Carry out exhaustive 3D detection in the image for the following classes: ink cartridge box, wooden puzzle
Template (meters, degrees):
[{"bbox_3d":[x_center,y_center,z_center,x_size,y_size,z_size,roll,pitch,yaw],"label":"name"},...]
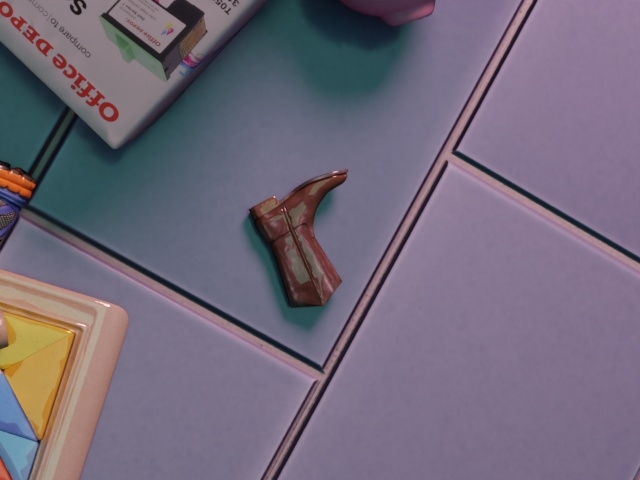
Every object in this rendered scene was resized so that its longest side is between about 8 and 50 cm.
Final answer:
[{"bbox_3d":[-0.149,-0.247,1.246,0.201,0.117,0.278,44,116,-5],"label":"ink cartridge box"},{"bbox_3d":[-0.318,0.133,1.311,0.239,0.044,0.221,18,86,-9],"label":"wooden puzzle"}]

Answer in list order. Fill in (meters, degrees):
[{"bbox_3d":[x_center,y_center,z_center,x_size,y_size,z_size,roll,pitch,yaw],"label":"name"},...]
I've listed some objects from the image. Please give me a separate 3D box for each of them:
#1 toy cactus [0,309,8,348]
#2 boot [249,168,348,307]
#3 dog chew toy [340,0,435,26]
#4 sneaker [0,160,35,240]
[{"bbox_3d":[-0.365,0.087,1.250,0.180,0.112,0.219,-10,79,-14],"label":"toy cactus"},{"bbox_3d":[0.000,0.000,1.372,0.106,0.037,0.114,-26,90,4],"label":"boot"},{"bbox_3d":[0.035,-0.360,1.311,0.207,0.206,0.331,-20,100,-9],"label":"dog chew toy"},{"bbox_3d":[-0.367,-0.047,1.273,0.221,0.083,0.087,15,94,-23],"label":"sneaker"}]
